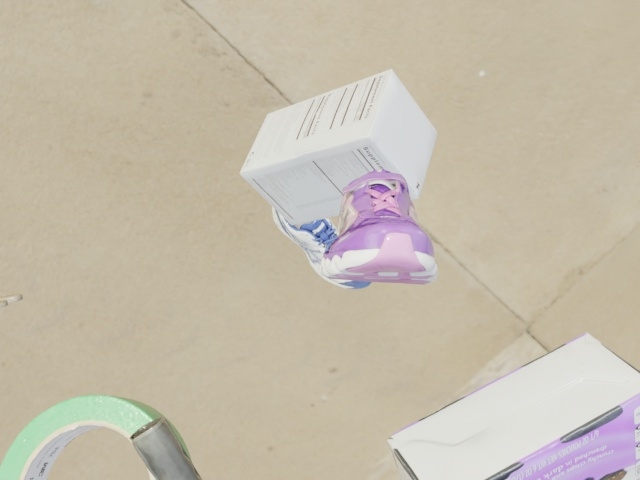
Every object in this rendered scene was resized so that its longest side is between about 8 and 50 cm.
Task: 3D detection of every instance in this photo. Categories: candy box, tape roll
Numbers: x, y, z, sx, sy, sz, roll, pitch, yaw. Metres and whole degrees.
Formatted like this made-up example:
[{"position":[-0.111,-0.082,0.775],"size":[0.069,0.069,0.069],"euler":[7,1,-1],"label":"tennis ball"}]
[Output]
[{"position":[0.153,0.189,0.483],"size":[0.164,0.070,0.196],"euler":[-25,121,-11],"label":"candy box"},{"position":[-0.370,0.418,1.111],"size":[0.321,0.321,0.077],"euler":[-34,162,-2],"label":"tape roll"}]

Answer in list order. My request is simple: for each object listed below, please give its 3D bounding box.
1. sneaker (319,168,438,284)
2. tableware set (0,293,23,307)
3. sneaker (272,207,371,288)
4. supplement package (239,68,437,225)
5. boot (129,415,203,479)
[{"position":[0.051,-0.015,0.610],"size":[0.095,0.236,0.105],"euler":[6,90,0],"label":"sneaker"},{"position":[-0.215,0.054,0.290],"size":[0.154,0.104,0.024],"euler":[-8,98,12],"label":"tableware set"},{"position":[0.000,0.000,1.530],"size":[0.296,0.131,0.112],"euler":[39,80,8],"label":"sneaker"},{"position":[0.027,-0.130,1.009],"size":[0.139,0.244,0.134],"euler":[45,50,-35],"label":"supplement package"},{"position":[-0.179,0.346,0.945],"size":[0.076,0.189,0.209],"euler":[-22,89,-39],"label":"boot"}]
